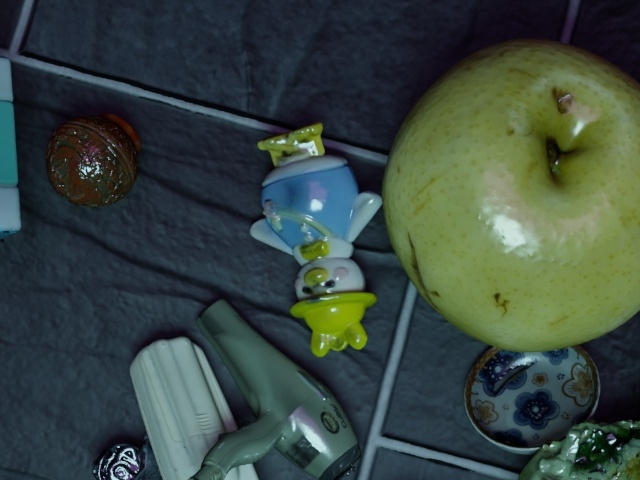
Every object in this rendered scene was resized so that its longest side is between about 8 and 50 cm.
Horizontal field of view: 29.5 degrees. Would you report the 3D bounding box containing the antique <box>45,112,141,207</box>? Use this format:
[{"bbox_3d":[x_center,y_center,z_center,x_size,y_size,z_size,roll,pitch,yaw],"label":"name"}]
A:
[{"bbox_3d":[-0.239,-0.081,1.269,0.104,0.104,0.104,0,83,-3],"label":"antique"}]

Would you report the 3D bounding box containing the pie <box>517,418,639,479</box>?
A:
[{"bbox_3d":[0.371,0.244,1.210,0.371,0.078,0.296,-34,119,8],"label":"pie"}]

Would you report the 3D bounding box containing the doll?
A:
[{"bbox_3d":[0.000,0.000,1.273,0.135,0.099,0.240,-11,82,-9],"label":"doll"}]

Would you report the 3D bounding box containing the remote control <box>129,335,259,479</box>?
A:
[{"bbox_3d":[-0.120,0.203,1.220,0.090,0.049,0.230,-6,58,-34],"label":"remote control"}]

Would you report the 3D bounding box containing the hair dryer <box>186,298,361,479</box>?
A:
[{"bbox_3d":[-0.083,0.153,1.226,0.088,0.225,0.219,-51,55,30],"label":"hair dryer"}]

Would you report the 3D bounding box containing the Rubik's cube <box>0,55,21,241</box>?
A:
[{"bbox_3d":[-0.417,-0.074,1.168,0.213,0.265,0.224,2,77,-38],"label":"Rubik's cube"}]

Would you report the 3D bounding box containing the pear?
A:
[{"bbox_3d":[0.208,-0.039,1.196,0.309,0.309,0.309,0,83,-3],"label":"pear"}]

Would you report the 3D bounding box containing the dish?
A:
[{"bbox_3d":[0.228,0.175,1.281,0.141,0.078,0.141,-12,50,14],"label":"dish"}]

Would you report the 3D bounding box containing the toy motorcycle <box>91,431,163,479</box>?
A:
[{"bbox_3d":[-0.160,0.327,1.234,0.157,0.091,0.263,5,85,-10],"label":"toy motorcycle"}]
